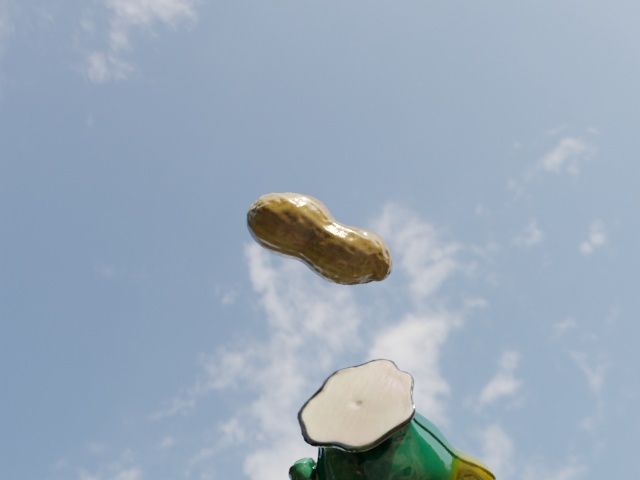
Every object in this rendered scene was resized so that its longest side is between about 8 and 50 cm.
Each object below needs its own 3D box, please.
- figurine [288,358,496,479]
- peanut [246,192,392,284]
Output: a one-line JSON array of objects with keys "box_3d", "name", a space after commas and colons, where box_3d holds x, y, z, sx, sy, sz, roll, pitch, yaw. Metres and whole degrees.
[{"box_3d": [0.113, 0.383, 1.332, 0.323, 0.231, 0.340, -18, -56, 12], "name": "figurine"}, {"box_3d": [0.001, -0.002, 0.991, 0.192, 0.089, 0.089, 29, -81, -2], "name": "peanut"}]
